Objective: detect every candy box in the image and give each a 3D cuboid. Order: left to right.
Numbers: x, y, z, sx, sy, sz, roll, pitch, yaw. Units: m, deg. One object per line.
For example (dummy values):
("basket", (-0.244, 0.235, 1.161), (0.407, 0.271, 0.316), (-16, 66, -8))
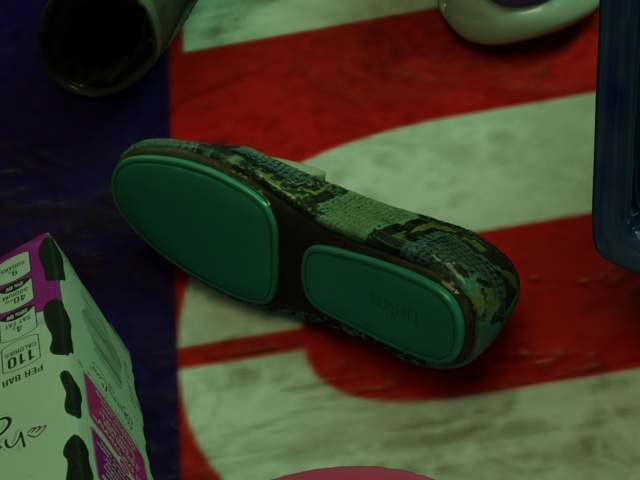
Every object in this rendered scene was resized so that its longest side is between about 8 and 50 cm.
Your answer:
("candy box", (-0.137, 0.110, 0.664), (0.159, 0.071, 0.233), (-28, 31, 3))

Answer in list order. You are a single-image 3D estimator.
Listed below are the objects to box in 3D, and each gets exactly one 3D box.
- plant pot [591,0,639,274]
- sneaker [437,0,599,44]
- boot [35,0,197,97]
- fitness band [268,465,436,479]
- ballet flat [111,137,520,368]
("plant pot", (0.252, -0.099, 0.699), (0.236, 0.236, 0.212), (21, 41, 29))
("sneaker", (0.077, -0.206, 0.916), (0.095, 0.104, 0.236), (-16, 48, 6))
("boot", (-0.046, -0.180, 0.892), (0.076, 0.189, 0.208), (37, 55, 0))
("fitness band", (-0.057, 0.178, 0.612), (0.291, 0.054, 0.209), (-26, 34, 7))
("ballet flat", (0.000, 0.000, 0.802), (0.188, 0.070, 0.070), (26, 61, 27))
